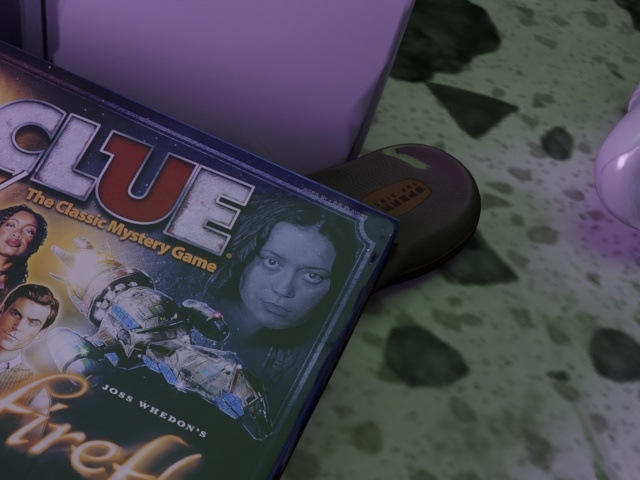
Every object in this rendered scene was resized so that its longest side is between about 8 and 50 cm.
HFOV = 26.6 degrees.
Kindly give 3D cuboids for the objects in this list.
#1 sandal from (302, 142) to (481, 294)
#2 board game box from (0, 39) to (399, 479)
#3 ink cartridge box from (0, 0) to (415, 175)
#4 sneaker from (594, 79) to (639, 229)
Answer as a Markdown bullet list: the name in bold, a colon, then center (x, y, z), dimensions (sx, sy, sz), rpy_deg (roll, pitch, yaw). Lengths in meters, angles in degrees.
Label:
- **sandal**: center (0.000, 0.000, 0.576), dimensions (0.090, 0.060, 0.219), rpy_deg (39, 45, 24)
- **board game box**: center (-0.115, 0.014, 0.487), dimensions (0.243, 0.042, 0.165), rpy_deg (24, 60, 6)
- **ink cartridge box**: center (-0.159, -0.207, 0.666), dimensions (0.394, 0.166, 0.285), rpy_deg (10, 41, -15)
- **sneaker**: center (0.207, -0.066, 0.737), dimensions (0.095, 0.090, 0.235), rpy_deg (24, 35, 36)
